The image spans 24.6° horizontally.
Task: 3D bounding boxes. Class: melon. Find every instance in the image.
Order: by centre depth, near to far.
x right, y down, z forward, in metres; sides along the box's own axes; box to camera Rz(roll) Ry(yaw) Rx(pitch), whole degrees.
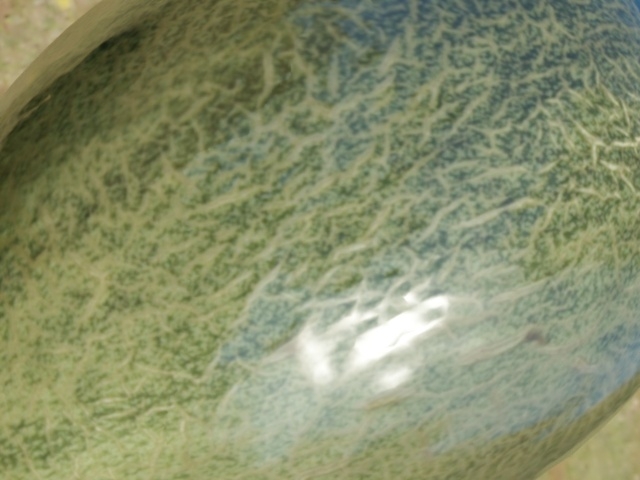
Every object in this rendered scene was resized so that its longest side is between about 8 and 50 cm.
[{"bbox_3d":[0.000,0.000,0.563,0.248,0.329,0.248,52,-15,20],"label":"melon"}]
